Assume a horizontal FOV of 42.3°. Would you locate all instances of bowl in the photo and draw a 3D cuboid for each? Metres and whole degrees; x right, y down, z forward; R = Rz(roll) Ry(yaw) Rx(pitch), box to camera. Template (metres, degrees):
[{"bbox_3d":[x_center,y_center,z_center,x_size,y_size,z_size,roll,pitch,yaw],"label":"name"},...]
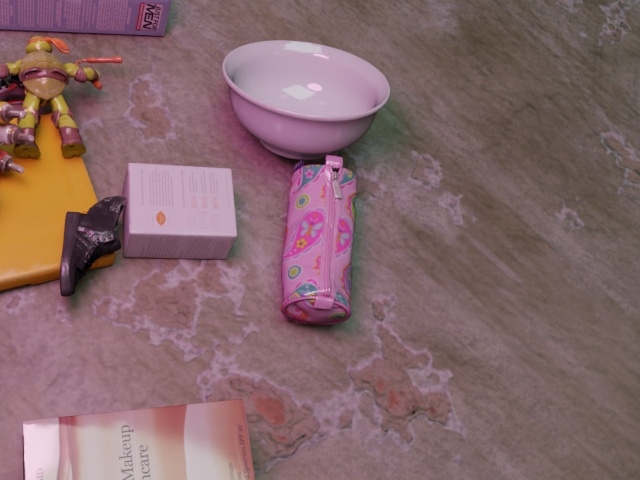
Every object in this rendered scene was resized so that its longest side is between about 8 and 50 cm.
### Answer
[{"bbox_3d":[-0.034,-0.235,1.468,0.298,0.134,0.298,8,35,-6],"label":"bowl"}]

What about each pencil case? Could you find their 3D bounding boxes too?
[{"bbox_3d":[0.000,0.000,1.392,0.124,0.124,0.284,13,60,-13],"label":"pencil case"}]

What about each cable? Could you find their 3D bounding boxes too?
[{"bbox_3d":[-0.568,-0.179,1.260,0.287,0.139,0.072,25,30,16],"label":"cable"}]

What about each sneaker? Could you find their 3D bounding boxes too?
[{"bbox_3d":[-0.344,0.007,1.254,0.089,0.051,0.170,4,58,-15],"label":"sneaker"},{"bbox_3d":[-0.529,-0.254,1.369,0.158,0.065,0.061,-21,73,-29],"label":"sneaker"}]

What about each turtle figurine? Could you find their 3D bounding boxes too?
[{"bbox_3d":[-0.431,-0.244,1.329,0.269,0.087,0.217,-1,72,-36],"label":"turtle figurine"}]

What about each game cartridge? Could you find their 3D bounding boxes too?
[{"bbox_3d":[-0.516,-0.052,1.281,0.324,0.052,0.285,-13,68,-28],"label":"game cartridge"}]

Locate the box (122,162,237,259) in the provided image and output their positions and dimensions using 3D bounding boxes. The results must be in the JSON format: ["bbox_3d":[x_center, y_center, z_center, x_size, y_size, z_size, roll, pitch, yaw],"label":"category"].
[{"bbox_3d":[-0.232,-0.046,1.349,0.170,0.091,0.130,2,63,-19],"label":"box"}]

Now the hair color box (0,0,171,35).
[{"bbox_3d":[-0.470,-0.478,1.482,0.374,0.113,0.185,-3,64,-22],"label":"hair color box"}]

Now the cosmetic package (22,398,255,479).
[{"bbox_3d":[-0.250,0.314,1.129,0.296,0.129,0.153,-3,66,-21],"label":"cosmetic package"}]
